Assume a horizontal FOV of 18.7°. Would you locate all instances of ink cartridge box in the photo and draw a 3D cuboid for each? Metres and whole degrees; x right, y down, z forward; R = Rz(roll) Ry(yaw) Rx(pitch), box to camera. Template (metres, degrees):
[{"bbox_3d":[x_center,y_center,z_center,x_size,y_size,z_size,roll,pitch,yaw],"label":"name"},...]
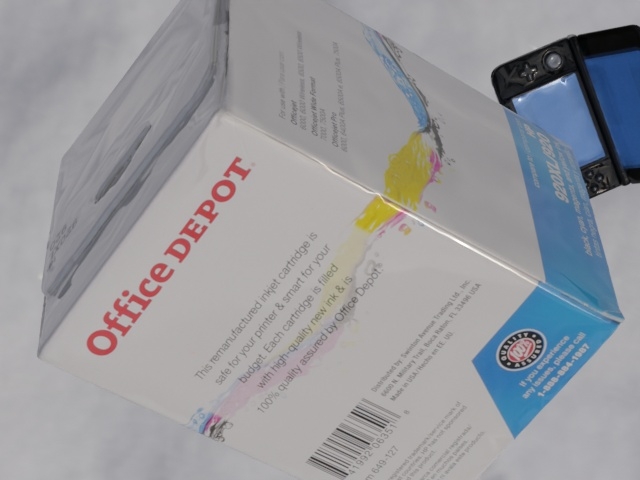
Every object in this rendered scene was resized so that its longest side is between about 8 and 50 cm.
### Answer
[{"bbox_3d":[0.000,0.000,0.990,0.171,0.232,0.168,-50,24,28],"label":"ink cartridge box"}]

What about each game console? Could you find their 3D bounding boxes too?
[{"bbox_3d":[0.198,-0.087,1.430,0.107,0.071,0.122,-23,103,-4],"label":"game console"}]
